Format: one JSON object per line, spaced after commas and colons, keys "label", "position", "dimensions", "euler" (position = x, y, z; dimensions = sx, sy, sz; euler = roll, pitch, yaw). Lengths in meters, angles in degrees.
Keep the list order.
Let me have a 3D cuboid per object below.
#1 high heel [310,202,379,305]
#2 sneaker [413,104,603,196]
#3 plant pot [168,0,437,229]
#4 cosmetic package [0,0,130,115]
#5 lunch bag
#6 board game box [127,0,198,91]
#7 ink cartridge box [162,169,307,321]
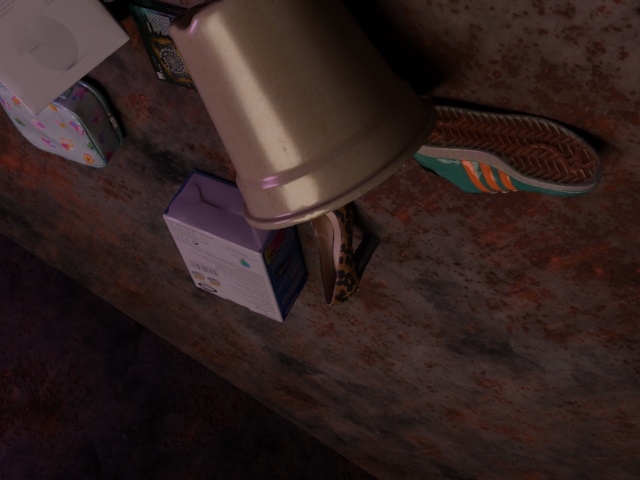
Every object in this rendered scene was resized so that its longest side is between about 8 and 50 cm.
{"label": "high heel", "position": [0.000, 0.000, 1.577], "dimensions": [0.261, 0.186, 0.093], "euler": [43, 151, -23]}
{"label": "sneaker", "position": [0.279, -0.124, 1.191], "dimensions": [0.302, 0.108, 0.121], "euler": [20, 160, 25]}
{"label": "plant pot", "position": [-0.046, -0.237, 1.125], "dimensions": [0.334, 0.334, 0.305], "euler": [-3, 127, 48]}
{"label": "cosmetic package", "position": [-0.498, -0.386, 1.350], "dimensions": [0.225, 0.224, 0.138], "euler": [52, 180, -36]}
{"label": "lunch bag", "position": [-0.591, -0.292, 1.769], "dimensions": [0.279, 0.108, 0.224], "euler": [19, 149, 20]}
{"label": "board game box", "position": [-0.270, -0.355, 1.423], "dimensions": [0.126, 0.026, 0.186], "euler": [20, 151, 20]}
{"label": "ink cartridge box", "position": [-0.191, 0.038, 1.877], "dimensions": [0.270, 0.151, 0.395], "euler": [21, 150, 20]}
